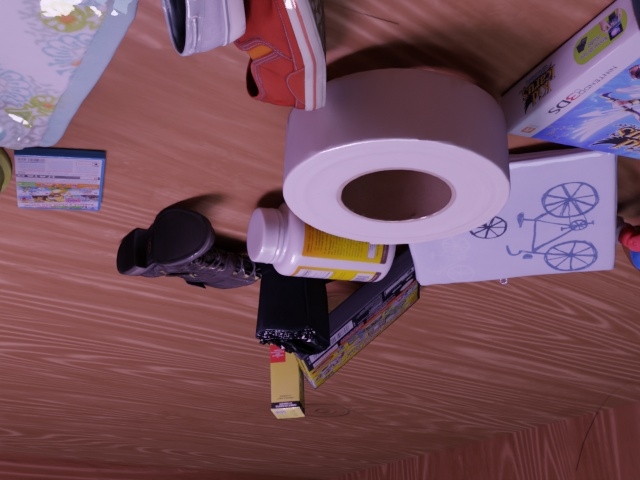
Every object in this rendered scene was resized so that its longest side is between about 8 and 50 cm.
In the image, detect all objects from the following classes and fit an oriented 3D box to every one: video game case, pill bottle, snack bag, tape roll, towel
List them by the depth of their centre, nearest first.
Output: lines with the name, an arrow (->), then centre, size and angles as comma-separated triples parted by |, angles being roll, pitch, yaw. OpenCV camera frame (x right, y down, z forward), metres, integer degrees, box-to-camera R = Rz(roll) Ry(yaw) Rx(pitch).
towel -> -0.383, -0.213, 0.983 | 0.320, 0.090, 0.374 | 8, 154, -29
video game case -> 0.406, -0.191, 1.214 | 0.269, 0.061, 0.244 | 7, 156, -25
tape roll -> 0.095, -0.096, 1.230 | 0.286, 0.100, 0.286 | 1, 155, 0
video game case -> -0.369, -0.084, 1.380 | 0.119, 0.015, 0.166 | 1, 156, -15
pill bottle -> 0.000, 0.000, 1.514 | 0.215, 0.117, 0.117 | 6, 155, -22
snack bag -> 0.290, -0.030, 1.527 | 0.342, 0.037, 0.323 | -7, 145, 13
video game case -> 0.071, 0.147, 1.776 | 0.275, 0.035, 0.248 | -40, 161, -9

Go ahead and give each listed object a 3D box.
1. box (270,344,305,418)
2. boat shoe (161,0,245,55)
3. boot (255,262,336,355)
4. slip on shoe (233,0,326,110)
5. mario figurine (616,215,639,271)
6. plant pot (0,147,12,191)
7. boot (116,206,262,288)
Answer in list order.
box -> -0.064, 0.216, 1.861 | 0.058, 0.232, 0.087 | -4, 159, 5
boat shoe -> -0.125, -0.254, 0.877 | 0.081, 0.079, 0.227 | -32, 147, -16
boot -> -0.006, 0.089, 1.610 | 0.246, 0.207, 0.094 | 13, 152, -36
slip on shoe -> -0.046, -0.227, 0.984 | 0.101, 0.123, 0.331 | -1, 162, 1
mario figurine -> 0.569, -0.046, 1.561 | 0.198, 0.170, 0.320 | -43, 165, -1
plant pot -> -0.550, 0.009, 1.262 | 0.276, 0.254, 0.276 | -3, 157, -1
boot -> -0.181, 0.024, 1.591 | 0.229, 0.091, 0.263 | 14, 161, -38
